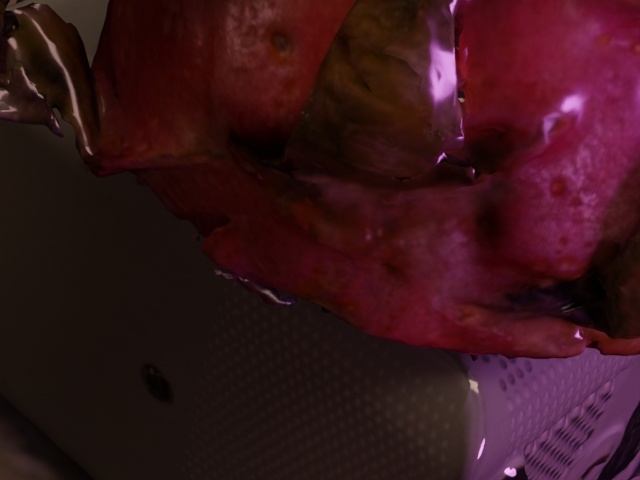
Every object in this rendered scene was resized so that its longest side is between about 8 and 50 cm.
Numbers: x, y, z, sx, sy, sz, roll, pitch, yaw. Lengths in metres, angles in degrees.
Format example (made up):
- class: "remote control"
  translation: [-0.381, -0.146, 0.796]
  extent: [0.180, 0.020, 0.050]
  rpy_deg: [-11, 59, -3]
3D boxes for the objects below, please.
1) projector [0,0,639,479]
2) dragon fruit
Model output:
- class: "projector"
  translation: [0.000, 0.000, 0.608]
  extent: [0.242, 0.163, 0.177]
  rpy_deg: [37, 44, 23]
- class: "dragon fruit"
  translation: [0.043, -0.076, 0.480]
  extent: [0.282, 0.147, 0.211]
  rpy_deg: [-2, 48, -25]
